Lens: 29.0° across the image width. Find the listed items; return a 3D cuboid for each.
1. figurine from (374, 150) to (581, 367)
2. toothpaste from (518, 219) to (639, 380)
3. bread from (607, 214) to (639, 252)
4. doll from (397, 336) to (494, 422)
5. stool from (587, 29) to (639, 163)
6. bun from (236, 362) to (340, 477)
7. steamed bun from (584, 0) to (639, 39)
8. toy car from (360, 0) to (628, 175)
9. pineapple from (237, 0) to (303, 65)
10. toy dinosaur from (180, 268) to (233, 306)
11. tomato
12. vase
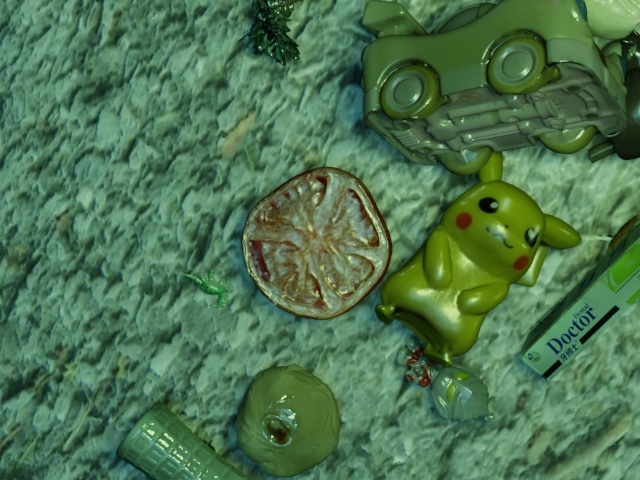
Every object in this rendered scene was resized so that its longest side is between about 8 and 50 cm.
[{"bbox_3d":[0.236,0.030,1.847,0.218,0.169,0.327,40,96,-6],"label":"figurine"},{"bbox_3d":[0.419,0.070,1.805,0.067,0.081,0.336,39,125,1],"label":"toothpaste"},{"bbox_3d":[0.471,0.012,1.856,0.070,0.083,0.077,-40,91,16],"label":"bread"},{"bbox_3d":[0.197,0.223,1.926,0.180,0.079,0.094,39,68,7],"label":"doll"},{"bbox_3d":[0.440,-0.207,1.816,0.121,0.125,0.217,-11,75,28],"label":"stool"},{"bbox_3d":[-0.054,0.286,1.939,0.166,0.113,0.173,-37,93,10],"label":"bun"},{"bbox_3d":[0.356,-0.447,1.761,0.275,0.206,0.320,1,95,-9],"label":"steamed bun"},{"bbox_3d":[0.240,-0.245,1.736,0.336,0.242,0.226,-12,65,27],"label":"toy car"},{"bbox_3d":[-0.044,-0.376,1.877,0.103,0.083,0.221,23,101,5],"label":"pineapple"},{"bbox_3d":[-0.180,0.077,1.979,0.083,0.021,0.062,-2,109,6],"label":"toy dinosaur"},{"bbox_3d":[0.000,0.000,1.910,0.236,0.095,0.237,2,98,11],"label":"tomato"},{"bbox_3d":[-0.178,0.390,1.959,0.299,0.143,0.143,38,100,5],"label":"vase"}]
